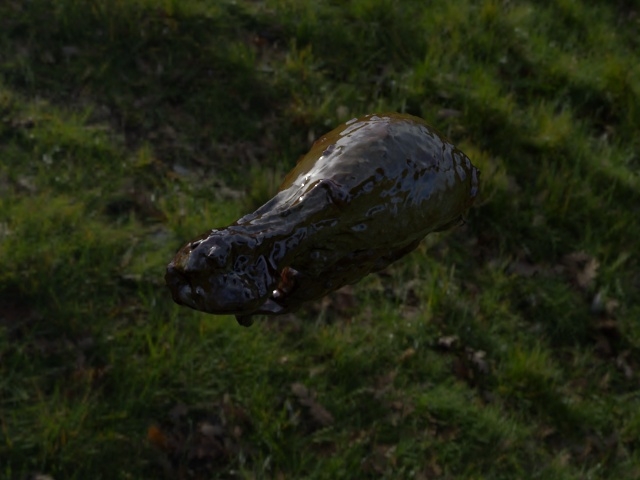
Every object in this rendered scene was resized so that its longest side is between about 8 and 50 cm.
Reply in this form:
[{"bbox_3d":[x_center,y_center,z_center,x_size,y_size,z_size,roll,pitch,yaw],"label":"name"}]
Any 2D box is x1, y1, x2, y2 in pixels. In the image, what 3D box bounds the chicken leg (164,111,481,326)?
[{"bbox_3d":[0.010,-0.008,0.559,0.177,0.322,0.083,-37,82,-1],"label":"chicken leg"}]
